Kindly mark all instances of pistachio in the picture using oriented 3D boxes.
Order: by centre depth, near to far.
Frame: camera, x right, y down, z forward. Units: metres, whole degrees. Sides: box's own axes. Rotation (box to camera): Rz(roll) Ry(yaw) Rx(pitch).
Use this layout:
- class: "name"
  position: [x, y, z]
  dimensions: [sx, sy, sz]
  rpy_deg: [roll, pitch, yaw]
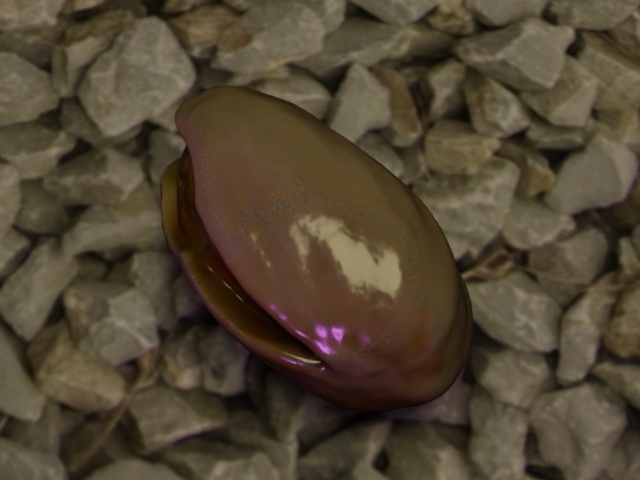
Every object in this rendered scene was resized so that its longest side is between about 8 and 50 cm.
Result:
- class: "pistachio"
  position: [0.000, 0.000, 1.346]
  dimensions: [0.197, 0.166, 0.288]
  rpy_deg: [-15, 56, -38]
